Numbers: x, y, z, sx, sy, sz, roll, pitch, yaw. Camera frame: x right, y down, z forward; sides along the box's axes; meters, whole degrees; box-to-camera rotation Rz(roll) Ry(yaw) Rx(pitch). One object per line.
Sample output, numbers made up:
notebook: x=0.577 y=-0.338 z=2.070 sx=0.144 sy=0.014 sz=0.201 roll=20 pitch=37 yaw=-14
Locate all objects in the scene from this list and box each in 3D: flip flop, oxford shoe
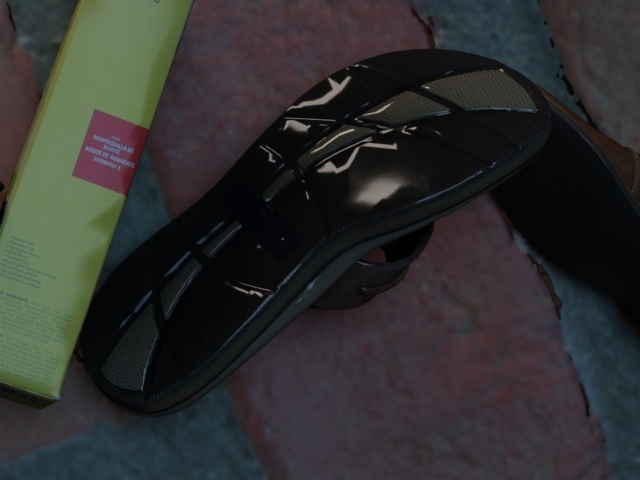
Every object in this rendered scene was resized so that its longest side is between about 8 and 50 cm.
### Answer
flip flop: x=0.000 y=0.000 z=0.999 sx=0.277 sy=0.080 sz=0.112 roll=-40 pitch=54 yaw=-3
oxford shoe: x=0.167 y=-0.020 z=1.061 sx=0.212 sy=0.076 sz=0.076 roll=44 pitch=44 yaw=-2

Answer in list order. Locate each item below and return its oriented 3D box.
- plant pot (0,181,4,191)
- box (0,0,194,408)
plant pot: x=-0.279 y=-0.029 z=0.891 sx=0.187 sy=0.188 sz=0.167 roll=43 pitch=87 yaw=-5
box: x=-0.127 y=-0.033 z=0.970 sx=0.058 sy=0.087 sz=0.232 roll=21 pitch=76 yaw=-11
